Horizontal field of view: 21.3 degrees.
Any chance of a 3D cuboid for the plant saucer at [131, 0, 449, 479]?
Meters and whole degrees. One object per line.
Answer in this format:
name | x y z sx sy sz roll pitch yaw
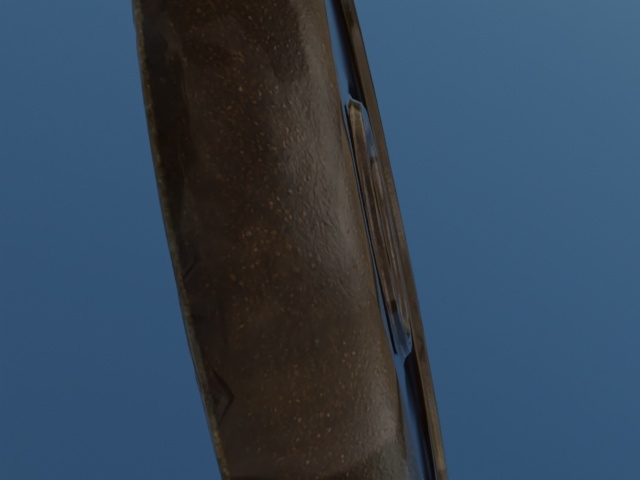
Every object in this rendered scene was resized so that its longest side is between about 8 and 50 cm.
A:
plant saucer | 0.000 0.000 0.563 0.050 0.311 0.311 -12 -150 4
